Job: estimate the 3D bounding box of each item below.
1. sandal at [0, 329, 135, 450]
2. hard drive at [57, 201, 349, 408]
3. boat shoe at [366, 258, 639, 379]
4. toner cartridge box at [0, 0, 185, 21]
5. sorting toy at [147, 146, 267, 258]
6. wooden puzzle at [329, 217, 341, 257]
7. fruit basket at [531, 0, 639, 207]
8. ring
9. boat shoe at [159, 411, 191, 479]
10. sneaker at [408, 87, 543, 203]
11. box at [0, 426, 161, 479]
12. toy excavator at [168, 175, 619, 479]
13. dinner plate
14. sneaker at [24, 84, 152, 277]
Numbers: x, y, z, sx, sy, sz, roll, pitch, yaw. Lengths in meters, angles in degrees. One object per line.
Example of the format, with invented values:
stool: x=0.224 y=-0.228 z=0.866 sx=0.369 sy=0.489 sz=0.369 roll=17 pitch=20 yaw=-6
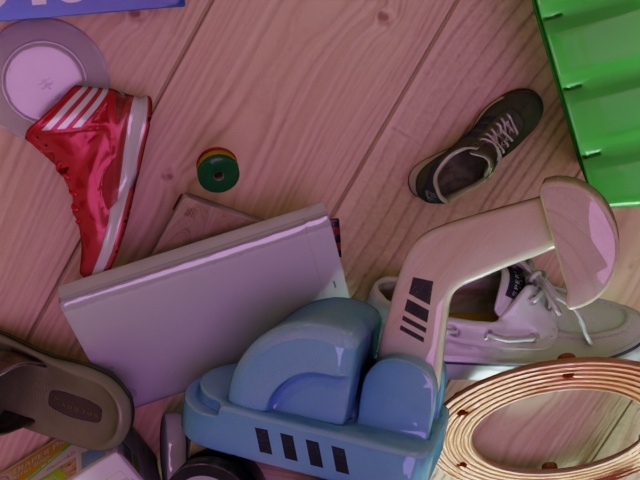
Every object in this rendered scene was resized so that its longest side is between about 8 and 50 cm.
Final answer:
sandal: x=-0.359 y=0.170 z=1.140 sx=0.303 sy=0.086 sz=0.120 roll=9 pitch=106 yaw=14
hard drive: x=-0.121 y=0.083 z=1.177 sx=0.307 sy=0.040 sz=0.203 roll=-18 pitch=133 yaw=-4
boat shoe: x=0.232 y=0.075 z=1.229 sx=0.367 sy=0.136 sz=0.156 roll=1 pitch=123 yaw=-4
toner cartridge box: x=-0.323 y=-0.312 z=1.051 sx=0.348 sy=0.075 sz=0.165 roll=-7 pitch=106 yaw=-8
sorting toy: x=-0.133 y=0.015 z=1.181 sx=0.132 sy=0.046 sz=0.274 roll=19 pitch=120 yaw=-26
wooden puzzle: x=0.000 y=0.000 z=1.236 sx=0.049 sy=0.006 sz=0.083 roll=-6 pitch=107 yaw=-9
fruit basket: x=0.436 y=-0.246 z=1.129 sx=0.392 sy=0.283 sz=0.392 roll=2 pitch=112 yaw=6
ring: x=0.296 y=0.230 z=1.260 sx=0.336 sy=0.032 sz=0.336 roll=0 pitch=141 yaw=0
boat shoe: x=-0.147 y=0.329 z=1.258 sx=0.088 sy=0.096 sz=0.267 roll=-8 pitch=108 yaw=-12
sneaker: x=0.196 y=-0.105 z=1.200 sx=0.192 sy=0.086 sz=0.064 roll=-37 pitch=109 yaw=1
box: x=-0.302 y=0.309 z=1.208 sx=0.203 sy=0.114 sz=0.103 roll=-32 pitch=116 yaw=-1
toy excavator: x=0.069 y=0.128 z=1.085 sx=0.433 sy=0.222 sz=0.445 roll=11 pitch=103 yaw=14
dinner plate: x=-0.307 y=-0.176 z=1.125 sx=0.141 sy=0.017 sz=0.141 roll=-3 pitch=108 yaw=-10
sneaker: x=-0.271 y=-0.068 z=1.130 sx=0.128 sy=0.087 sz=0.221 roll=14 pitch=97 yaw=-10
